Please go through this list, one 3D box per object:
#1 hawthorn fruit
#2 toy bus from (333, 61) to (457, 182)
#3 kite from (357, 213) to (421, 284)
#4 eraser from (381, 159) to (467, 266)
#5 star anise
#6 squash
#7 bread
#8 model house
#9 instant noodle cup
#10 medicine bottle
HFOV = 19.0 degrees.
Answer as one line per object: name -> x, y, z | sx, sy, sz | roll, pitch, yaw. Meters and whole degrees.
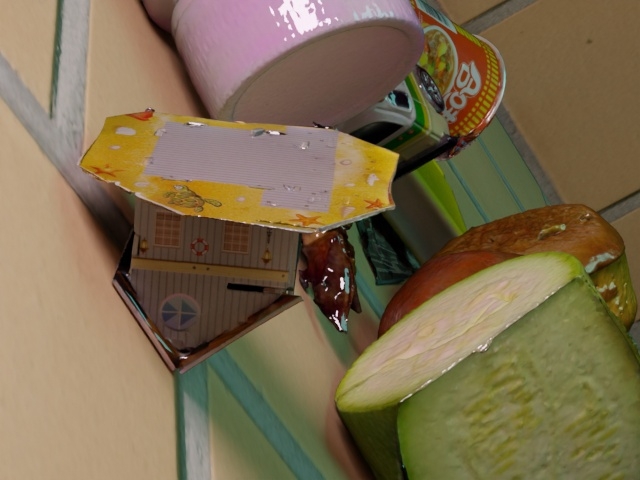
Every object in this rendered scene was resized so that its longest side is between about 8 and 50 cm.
hawthorn fruit -> 0.139, 0.092, 1.805 | 0.199, 0.199, 0.251 | 56, -14, -25
toy bus -> -0.002, -0.209, 1.955 | 0.179, 0.143, 0.305 | 21, 43, -59
kite -> 0.045, -0.066, 2.145 | 0.368, 0.014, 0.406 | 52, 14, -39
eraser -> 0.086, -0.080, 2.148 | 0.226, 0.069, 0.158 | 52, 13, -40
star anise -> 0.004, -0.002, 1.722 | 0.212, 0.053, 0.157 | 63, 12, 18
squash -> 0.177, 0.196, 1.596 | 0.309, 0.233, 0.210 | 59, -14, -12
bread -> 0.207, 0.058, 2.006 | 0.268, 0.268, 0.145 | -70, 142, -75
model house -> -0.057, 0.011, 1.249 | 0.219, 0.207, 0.136 | -88, -175, -69
instant noodle cup -> 0.106, -0.228, 2.433 | 0.212, 0.193, 0.193 | 36, 27, -47
medicine bottle -> -0.075, -0.292, 1.653 | 0.388, 0.219, 0.219 | 66, 12, 20
